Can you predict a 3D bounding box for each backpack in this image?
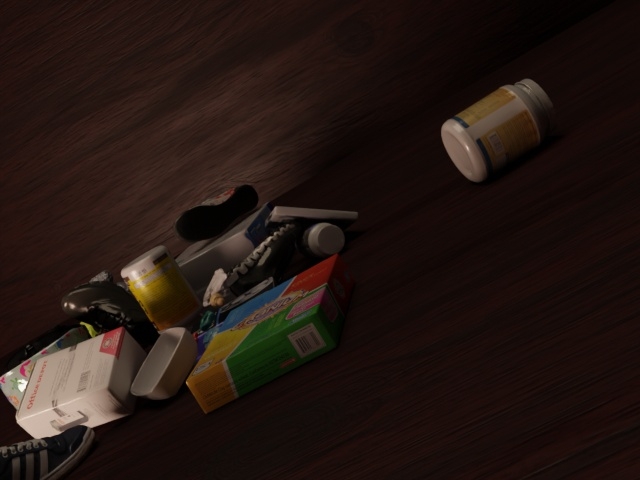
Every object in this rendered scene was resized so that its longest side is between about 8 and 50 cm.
[{"bbox_3d":[-0.591,0.293,1.890,0.225,0.191,0.253,-34,0,-13],"label":"backpack"}]

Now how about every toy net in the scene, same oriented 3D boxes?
[{"bbox_3d":[-0.208,0.153,1.659,0.122,0.045,0.232,-47,24,30],"label":"toy net"}]

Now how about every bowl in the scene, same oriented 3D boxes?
[{"bbox_3d":[-0.280,0.233,1.564,0.142,0.053,0.142,-15,42,60],"label":"bowl"}]

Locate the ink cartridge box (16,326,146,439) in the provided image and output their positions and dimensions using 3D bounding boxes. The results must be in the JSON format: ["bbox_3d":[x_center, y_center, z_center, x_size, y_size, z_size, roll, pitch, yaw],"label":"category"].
[{"bbox_3d":[-0.458,0.280,1.641,0.217,0.092,0.159,-20,37,17],"label":"ink cartridge box"}]

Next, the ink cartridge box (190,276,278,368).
[{"bbox_3d":[-0.172,0.162,1.717,0.206,0.045,0.208,-31,11,1],"label":"ink cartridge box"}]

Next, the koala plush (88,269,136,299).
[{"bbox_3d":[-0.521,0.157,2.448,0.221,0.196,0.203,-33,21,-12],"label":"koala plush"}]

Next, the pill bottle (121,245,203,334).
[{"bbox_3d":[-0.339,0.127,1.888,0.117,0.215,0.117,-30,10,6],"label":"pill bottle"}]

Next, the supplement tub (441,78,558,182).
[{"bbox_3d":[0.361,-0.224,1.725,0.199,0.144,0.144,-32,10,-5],"label":"supplement tub"}]

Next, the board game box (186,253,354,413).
[{"bbox_3d":[-0.072,0.145,1.426,0.242,0.064,0.316,-29,10,13],"label":"board game box"}]

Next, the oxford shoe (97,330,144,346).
[{"bbox_3d":[-0.451,0.212,2.222,0.348,0.123,0.130,-41,-13,-41],"label":"oxford shoe"}]

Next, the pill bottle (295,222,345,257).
[{"bbox_3d":[0.000,0.000,1.901,0.078,0.078,0.137,-34,10,-18],"label":"pill bottle"}]

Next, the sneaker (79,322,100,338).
[{"bbox_3d":[-0.624,0.297,2.326,0.123,0.109,0.295,-58,19,-14],"label":"sneaker"}]

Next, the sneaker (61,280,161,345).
[{"bbox_3d":[-0.465,0.178,1.985,0.286,0.109,0.130,13,22,-4],"label":"sneaker"}]

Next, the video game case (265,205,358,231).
[{"bbox_3d":[-0.024,-0.046,1.976,0.190,0.022,0.173,3,-10,-11],"label":"video game case"}]

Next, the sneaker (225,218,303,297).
[{"bbox_3d":[-0.110,0.052,1.880,0.234,0.106,0.078,-43,5,-25],"label":"sneaker"}]

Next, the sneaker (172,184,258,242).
[{"bbox_3d":[-0.287,-0.051,2.139,0.145,0.090,0.270,-22,9,48],"label":"sneaker"}]

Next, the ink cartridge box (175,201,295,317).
[{"bbox_3d":[-0.222,0.046,2.135,0.270,0.151,0.395,-28,11,12],"label":"ink cartridge box"}]

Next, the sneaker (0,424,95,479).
[{"bbox_3d":[-0.520,0.364,1.431,0.099,0.153,0.282,-20,15,48],"label":"sneaker"}]
